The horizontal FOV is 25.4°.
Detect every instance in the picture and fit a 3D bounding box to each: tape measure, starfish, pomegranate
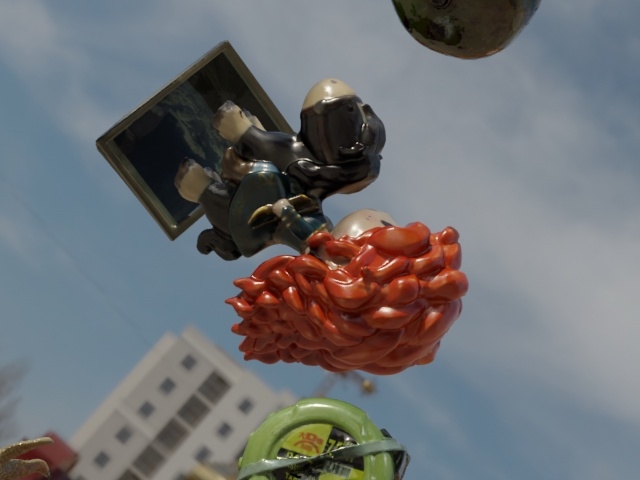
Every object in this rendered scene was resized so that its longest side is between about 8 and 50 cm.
[{"bbox_3d":[0.001,0.254,1.473,0.199,0.175,0.106,8,-27,14],"label":"tape measure"},{"bbox_3d":[-0.393,0.276,1.502,0.050,0.247,0.138,54,-28,16],"label":"starfish"},{"bbox_3d":[0.185,-0.334,1.779,0.202,0.248,0.202,12,-60,21],"label":"pomegranate"}]

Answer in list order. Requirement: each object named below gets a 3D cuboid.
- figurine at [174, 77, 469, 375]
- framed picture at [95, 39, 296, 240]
[{"bbox_3d":[0.000,-0.011,1.788,0.241,0.306,0.412,75,-9,-72],"label":"figurine"},{"bbox_3d":[-0.182,-0.150,2.104,0.189,0.260,0.023,54,-18,-15],"label":"framed picture"}]
